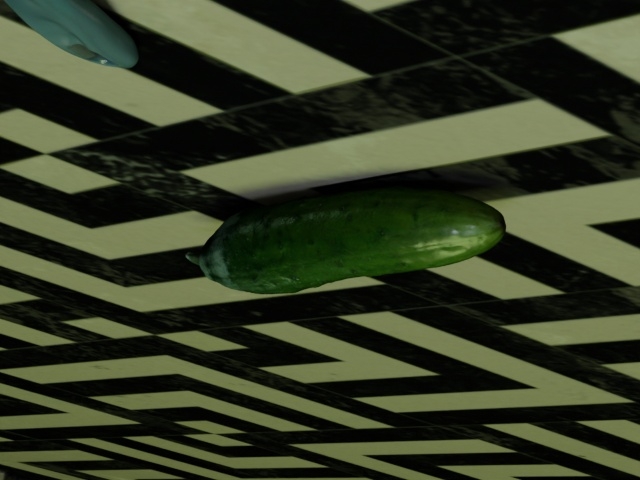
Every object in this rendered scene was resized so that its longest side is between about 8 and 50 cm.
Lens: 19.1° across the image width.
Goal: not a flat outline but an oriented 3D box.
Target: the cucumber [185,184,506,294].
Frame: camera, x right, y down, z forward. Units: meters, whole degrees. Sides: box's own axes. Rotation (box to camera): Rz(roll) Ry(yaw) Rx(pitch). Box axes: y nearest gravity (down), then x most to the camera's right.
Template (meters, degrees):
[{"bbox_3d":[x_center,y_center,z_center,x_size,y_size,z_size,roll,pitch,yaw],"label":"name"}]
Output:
[{"bbox_3d":[0.000,0.000,1.088,0.250,0.056,0.056,-10,156,44],"label":"cucumber"}]

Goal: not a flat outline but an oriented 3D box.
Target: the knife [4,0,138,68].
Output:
[{"bbox_3d":[-0.143,-0.115,0.758,0.045,0.019,0.313,3,171,17],"label":"knife"}]
